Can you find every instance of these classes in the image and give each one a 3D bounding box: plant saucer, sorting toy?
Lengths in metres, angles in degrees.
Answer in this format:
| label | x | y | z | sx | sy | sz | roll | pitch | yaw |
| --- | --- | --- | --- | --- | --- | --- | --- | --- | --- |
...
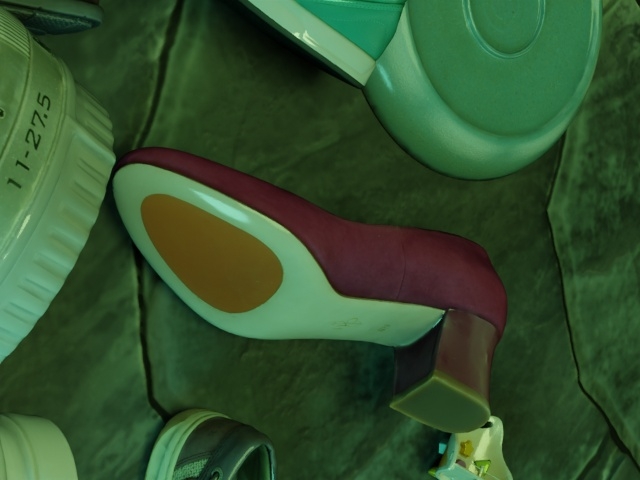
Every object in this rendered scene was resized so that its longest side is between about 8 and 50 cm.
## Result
| label | x | y | z | sx | sy | sz | roll | pitch | yaw |
| --- | --- | --- | --- | --- | --- | --- | --- | --- | --- |
| plant saucer | 0.153 | -0.212 | 1.210 | 0.318 | 0.044 | 0.317 | -1 | 92 | -39 |
| sorting toy | 0.137 | 0.184 | 1.215 | 0.083 | 0.045 | 0.075 | 35 | 64 | -34 |

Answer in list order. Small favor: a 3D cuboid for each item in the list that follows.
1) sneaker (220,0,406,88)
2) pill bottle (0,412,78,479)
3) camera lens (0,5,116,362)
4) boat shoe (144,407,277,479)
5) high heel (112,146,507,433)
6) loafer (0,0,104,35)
| label | x | y | z | sx | sy | sz | roll | pitch | yaw |
| --- | --- | --- | --- | --- | --- | --- | --- | --- | --- |
| sneaker | -0.022 | -0.253 | 0.990 | 0.295 | 0.124 | 0.178 | 32 | 90 | -43 |
| pill bottle | -0.307 | 0.152 | 0.765 | 0.323 | 0.181 | 0.181 | 9 | 86 | -39 |
| camera lens | -0.271 | -0.062 | 0.679 | 0.274 | 0.219 | 0.219 | 35 | 70 | -33 |
| boat shoe | -0.087 | 0.270 | 1.003 | 0.103 | 0.092 | 0.285 | 13 | 84 | -38 |
| high heel | 0.000 | 0.000 | 1.083 | 0.377 | 0.127 | 0.181 | 38 | 40 | -29 |
| loafer | -0.271 | -0.184 | 0.833 | 0.303 | 0.109 | 0.095 | 0 | 88 | -36 |
